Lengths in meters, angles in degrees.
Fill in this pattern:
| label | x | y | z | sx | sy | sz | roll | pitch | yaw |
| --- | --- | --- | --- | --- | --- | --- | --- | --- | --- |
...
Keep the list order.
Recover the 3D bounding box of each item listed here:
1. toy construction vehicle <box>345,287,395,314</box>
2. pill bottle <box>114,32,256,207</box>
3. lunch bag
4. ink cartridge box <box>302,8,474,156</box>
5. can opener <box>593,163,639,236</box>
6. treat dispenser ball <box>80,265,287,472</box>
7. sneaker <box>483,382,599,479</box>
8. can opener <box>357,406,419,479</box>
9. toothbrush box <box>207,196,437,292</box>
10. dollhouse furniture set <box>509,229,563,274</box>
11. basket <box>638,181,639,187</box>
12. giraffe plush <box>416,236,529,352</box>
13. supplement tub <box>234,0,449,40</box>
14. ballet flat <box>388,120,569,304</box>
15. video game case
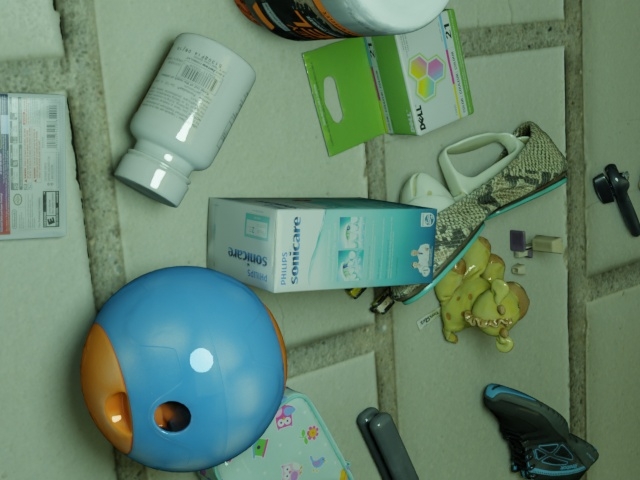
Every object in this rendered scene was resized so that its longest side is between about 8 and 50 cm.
| label | x | y | z | sx | sy | sz | roll | pitch | yaw |
| --- | --- | --- | --- | --- | --- | --- | --- | --- | --- |
| toy construction vehicle | 0.095 | 0.081 | 1.654 | 0.098 | 0.035 | 0.086 | -48 | 109 | -21 |
| pill bottle | -0.199 | -0.171 | 1.354 | 0.131 | 0.131 | 0.229 | 32 | 80 | -33 |
| lunch bag | -0.066 | 0.387 | 1.547 | 0.224 | 0.108 | 0.279 | -37 | 117 | -27 |
| ink cartridge box | 0.118 | -0.262 | 1.571 | 0.255 | 0.097 | 0.188 | -26 | 111 | -29 |
| can opener | 0.635 | -0.085 | 1.976 | 0.186 | 0.073 | 0.059 | 51 | 31 | -32 |
| treat dispenser ball | -0.190 | 0.179 | 1.321 | 0.288 | 0.288 | 0.288 | -6 | 101 | -33 |
| sneaker | 0.428 | 0.405 | 1.869 | 0.341 | 0.125 | 0.139 | 40 | 80 | -29 |
| can opener | 0.126 | 0.440 | 1.702 | 0.095 | 0.076 | 0.283 | -35 | 114 | -25 |
| toothbrush box | 0.000 | 0.000 | 1.464 | 0.296 | 0.216 | 0.126 | -3 | 99 | -32 |
| dollhouse furniture set | 0.439 | 0.023 | 1.821 | 0.081 | 0.114 | 0.090 | -10 | 101 | -36 |
| basket | 0.863 | -0.178 | 2.008 | 0.223 | 0.213 | 0.299 | 34 | 79 | -33 |
| giraffe plush | 0.300 | 0.109 | 1.706 | 0.210 | 0.170 | 0.181 | -48 | 120 | -18 |
| supplement tub | 0.018 | -0.391 | 1.337 | 0.207 | 0.338 | 0.207 | -6 | 102 | -33 |
| ballet flat | 0.253 | -0.076 | 1.677 | 0.483 | 0.164 | 0.182 | -35 | 93 | -31 |
| video game case | -0.438 | -0.100 | 1.274 | 0.184 | 0.023 | 0.201 | -4 | 101 | -33 |
